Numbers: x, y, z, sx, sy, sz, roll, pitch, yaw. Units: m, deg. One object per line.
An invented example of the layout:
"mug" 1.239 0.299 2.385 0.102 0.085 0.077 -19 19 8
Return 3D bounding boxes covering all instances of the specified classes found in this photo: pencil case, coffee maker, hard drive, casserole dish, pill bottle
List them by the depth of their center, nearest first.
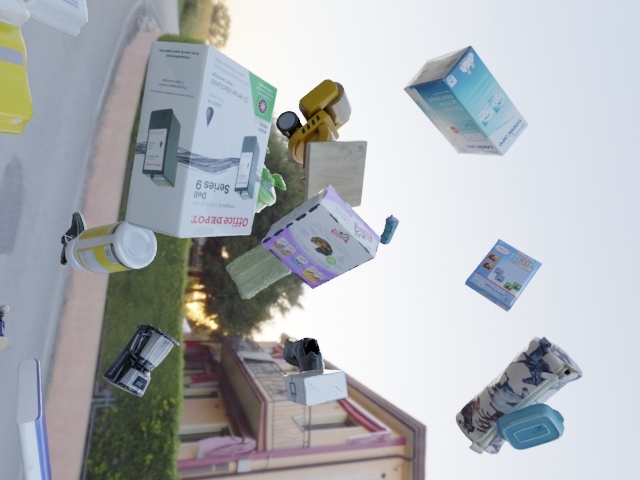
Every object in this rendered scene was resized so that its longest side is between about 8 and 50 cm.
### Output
"hard drive" -0.600 0.445 0.860 0.210 0.040 0.319 29 -62 50
"pill bottle" -0.452 0.018 0.871 0.184 0.103 0.103 -8 -106 25
"casserole dish" 0.603 0.542 1.169 0.188 0.114 0.037 -35 -178 25
"coffee maker" -0.523 0.344 1.177 0.171 0.120 0.178 -19 -146 52
"pencil case" 0.613 0.490 1.280 0.410 0.160 0.183 -51 166 12
"pencil case" 0.331 -0.050 1.990 0.064 0.070 0.152 -73 178 -51

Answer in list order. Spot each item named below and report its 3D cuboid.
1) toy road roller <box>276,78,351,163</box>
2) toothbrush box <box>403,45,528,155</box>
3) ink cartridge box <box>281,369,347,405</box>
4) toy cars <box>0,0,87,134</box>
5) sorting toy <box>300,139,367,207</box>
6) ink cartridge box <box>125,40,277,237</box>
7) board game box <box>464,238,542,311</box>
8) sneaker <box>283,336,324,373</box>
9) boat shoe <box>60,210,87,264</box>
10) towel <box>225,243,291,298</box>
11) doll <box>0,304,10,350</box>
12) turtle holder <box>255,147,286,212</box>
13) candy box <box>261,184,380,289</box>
"toy road roller" 0.012 -0.440 1.618 0.240 0.329 0.202 50 3 26
"toothbrush box" 0.421 -0.393 1.192 0.126 0.295 0.216 -51 -157 -1
"ink cartridge box" -0.020 0.352 0.985 0.180 0.104 0.060 144 -60 -63
"toy cars" -0.330 -0.282 0.433 0.176 0.087 0.394 50 26 -47
"sorting toy" 0.039 -0.245 1.515 0.089 0.257 0.256 31 -56 48
"ink cartridge box" -0.196 -0.155 0.708 0.211 0.121 0.289 -6 108 -67
"board game box" 0.610 0.111 1.357 0.160 0.211 0.039 36 -22 25
"sneaker" -0.050 0.380 1.391 0.286 0.109 0.130 -157 -110 -64
"boat shoe" -0.957 -0.004 1.575 0.084 0.079 0.233 38 -61 31
"towel" -0.158 0.070 1.033 0.110 0.148 0.027 59 0 10
"doll" -0.706 0.199 0.864 0.189 0.046 0.129 20 -108 49
"turtle holder" -0.268 -0.216 1.160 0.320 0.227 0.243 60 8 -18
"candy box" 0.000 0.000 0.869 0.196 0.165 0.070 -30 -157 39
